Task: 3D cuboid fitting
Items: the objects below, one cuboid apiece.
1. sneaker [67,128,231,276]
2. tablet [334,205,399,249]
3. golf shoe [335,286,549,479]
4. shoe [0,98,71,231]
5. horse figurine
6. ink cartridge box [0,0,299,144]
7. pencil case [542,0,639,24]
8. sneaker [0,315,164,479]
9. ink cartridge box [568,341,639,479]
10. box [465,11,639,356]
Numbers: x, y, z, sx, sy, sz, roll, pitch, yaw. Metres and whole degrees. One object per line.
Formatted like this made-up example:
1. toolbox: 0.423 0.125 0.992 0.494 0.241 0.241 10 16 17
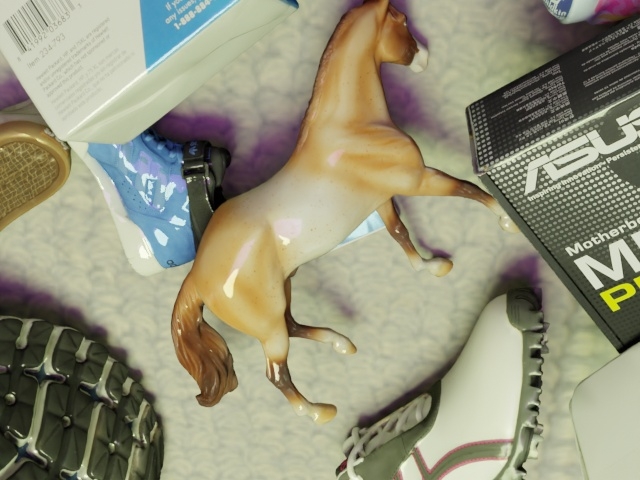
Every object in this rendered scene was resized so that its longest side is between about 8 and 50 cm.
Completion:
1. sneaker: -0.101 -0.057 0.616 0.084 0.058 0.152 -19 107 9
2. tablet: 0.004 -0.020 0.651 0.083 0.006 0.054 -24 108 12
3. golf shoe: 0.072 0.148 0.666 0.120 0.105 0.273 18 112 4
4. shoe: -0.245 -0.024 0.647 0.219 0.058 0.076 -27 136 18
5. horse figurine: 0.000 0.000 0.606 0.263 0.066 0.174 -44 120 2
6. ink cartridge box: -0.134 -0.182 0.534 0.134 0.078 0.231 -34 85 16
7. pencil case: 0.246 -0.179 0.506 0.273 0.124 0.113 -3 72 4
8. sneaker: -0.257 0.110 0.674 0.330 0.130 0.147 31 144 -21
9. ink cartridge box: 0.316 0.131 0.566 0.283 0.117 0.207 24 131 -25
10. box: 0.245 -0.045 0.514 0.270 0.060 0.216 -27 129 24
